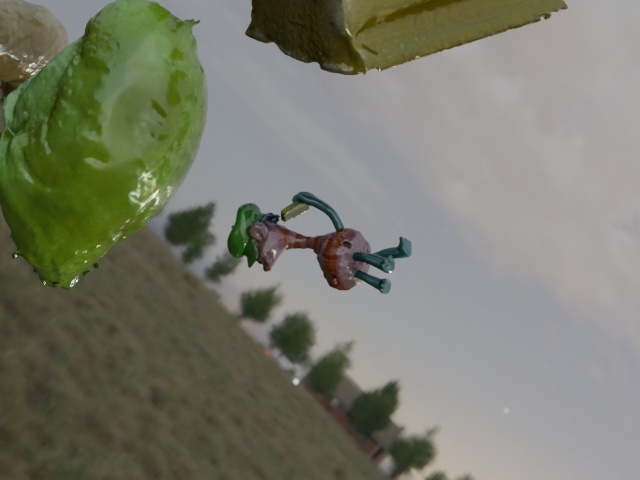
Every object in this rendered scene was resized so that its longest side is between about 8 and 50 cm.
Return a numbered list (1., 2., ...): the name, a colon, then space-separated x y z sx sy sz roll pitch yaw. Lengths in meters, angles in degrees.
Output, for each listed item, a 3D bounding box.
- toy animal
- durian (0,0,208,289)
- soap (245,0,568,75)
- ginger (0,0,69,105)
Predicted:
1. toy animal: 0.000 0.000 1.379 0.208 0.103 0.100 14 -1 21
2. durian: -0.265 -0.126 1.420 0.204 0.339 0.256 10 48 -62
3. soap: 0.094 -0.274 1.301 0.199 0.315 0.091 32 -47 49
4. ginger: -0.457 -0.285 1.746 0.138 0.152 0.267 16 -11 35
